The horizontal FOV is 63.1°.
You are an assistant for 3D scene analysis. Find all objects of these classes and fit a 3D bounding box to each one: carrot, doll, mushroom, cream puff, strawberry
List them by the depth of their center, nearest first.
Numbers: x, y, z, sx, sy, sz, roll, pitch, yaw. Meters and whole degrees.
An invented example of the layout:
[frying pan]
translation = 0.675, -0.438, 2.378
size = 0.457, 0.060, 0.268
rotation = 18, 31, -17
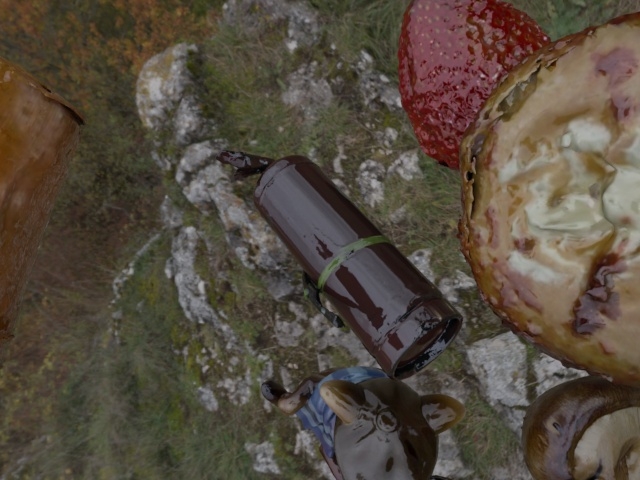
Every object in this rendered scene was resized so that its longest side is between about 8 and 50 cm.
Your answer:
[cream puff]
translation = 0.210, -0.025, 0.331
size = 0.240, 0.163, 0.240
rotation = 7, 100, 48
[carrot]
translation = -0.278, -0.010, 0.380
size = 0.195, 0.196, 0.254
rotation = 16, 73, 31
[mushroom]
translation = 0.379, 0.284, 0.736
size = 0.138, 0.231, 0.194
rotation = -8, 41, 56
[strawberry]
translation = 0.226, -0.257, 0.807
size = 0.238, 0.288, 0.250
rotation = -40, 24, -6
[doll]
translation = 0.068, 0.307, 0.828
size = 0.317, 0.339, 0.209
rotation = 18, 78, -12

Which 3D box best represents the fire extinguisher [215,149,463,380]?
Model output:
[fire extinguisher]
translation = 0.000, 0.000, 0.589
size = 0.341, 0.141, 0.105
rotation = 48, 120, 31
